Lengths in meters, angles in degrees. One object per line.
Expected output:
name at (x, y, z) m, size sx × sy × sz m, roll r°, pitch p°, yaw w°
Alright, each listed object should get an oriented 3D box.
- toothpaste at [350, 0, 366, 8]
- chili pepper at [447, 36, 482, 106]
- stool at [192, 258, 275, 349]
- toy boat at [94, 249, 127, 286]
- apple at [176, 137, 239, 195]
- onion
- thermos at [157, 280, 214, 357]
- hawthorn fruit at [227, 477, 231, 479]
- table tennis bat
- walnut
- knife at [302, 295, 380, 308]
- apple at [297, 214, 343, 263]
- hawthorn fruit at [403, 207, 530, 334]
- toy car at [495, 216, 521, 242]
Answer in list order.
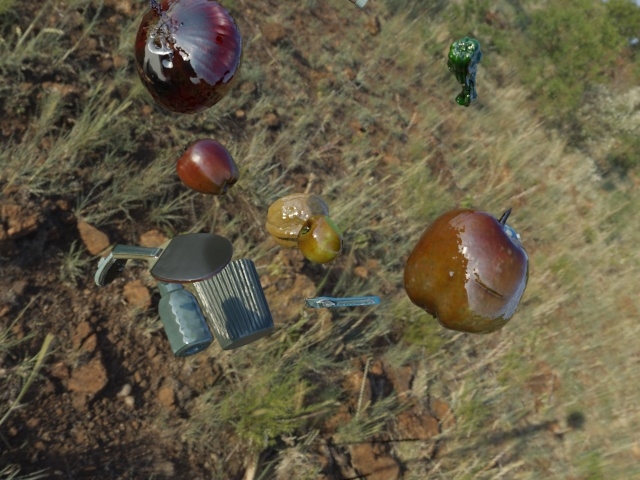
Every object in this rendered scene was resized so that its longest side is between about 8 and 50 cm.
toothpaste at (0.040, -0.717, 1.447) m, size 0.205 × 0.056 × 0.036 m, roll 30°, pitch 67°, yaw -16°
chili pepper at (0.402, -0.469, 1.450) m, size 0.099 × 0.084 × 0.253 m, roll -68°, pitch 156°, yaw -12°
stool at (-0.378, 0.291, 2.338) m, size 0.297 × 0.297 × 0.330 m, roll 2°, pitch 60°, yaw -57°
toy boat at (-0.589, 0.069, 1.461) m, size 0.066 × 0.140 × 0.059 m, roll 45°, pitch 15°, yaw 31°
apple at (-0.427, -0.274, 1.978) m, size 0.234 × 0.234 × 0.234 m, roll 38°, pitch 33°, yaw -31°
onion at (-0.285, -0.407, 1.198) m, size 0.285 × 0.273 × 0.273 m, roll 40°, pitch 27°, yaw -64°
thermos at (-0.488, 0.261, 1.854) m, size 0.286 × 0.145 × 0.182 m, roll 63°, pitch -5°, yaw 22°
hawthorn fruit at (-0.140, 0.550, 0.940) m, size 0.163 × 0.163 × 0.203 m, roll 12°, pitch 89°, yaw -53°
table tennis bat at (-0.317, 0.032, 1.110) m, size 0.154 × 0.274 × 0.021 m, roll -70°, pitch 157°, yaw -48°
walnut at (-0.088, -0.072, 2.037) m, size 0.257 × 0.257 × 0.224 m, roll -74°, pitch 157°, yaw -55°
knife at (0.080, 0.231, 1.991) m, size 0.026 × 0.297 × 0.044 m, roll -7°, pitch 93°, yaw -87°
apple at (0.000, 0.000, 1.208) m, size 0.102 × 0.099 × 0.114 m, roll 38°, pitch 15°, yaw -25°
hawthorn fruit at (0.337, 0.050, 1.183) m, size 0.268 × 0.300 × 0.268 m, roll 25°, pitch 9°, yaw -4°
toy car at (0.513, 0.054, 1.744) m, size 0.166 × 0.314 × 0.198 m, roll -91°, pitch 160°, yaw -46°
